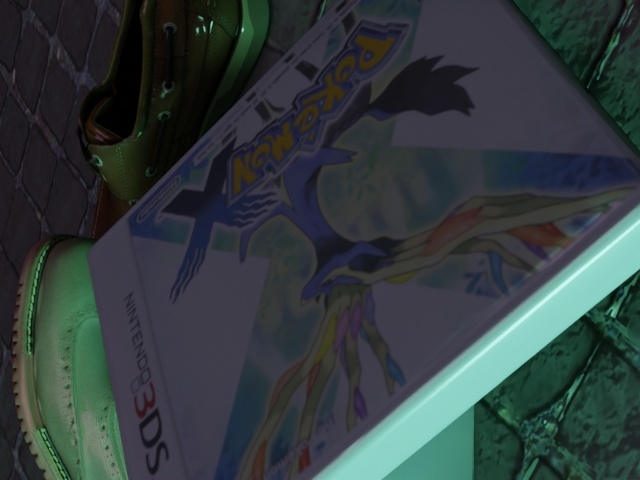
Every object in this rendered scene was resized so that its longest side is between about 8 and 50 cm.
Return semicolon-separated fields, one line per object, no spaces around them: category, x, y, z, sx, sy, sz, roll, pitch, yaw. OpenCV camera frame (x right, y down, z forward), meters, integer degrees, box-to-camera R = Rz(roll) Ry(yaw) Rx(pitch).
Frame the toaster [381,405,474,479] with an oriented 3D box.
toaster;0.001;0.106;0.728;0.168;0.110;0.185;-1;88;52

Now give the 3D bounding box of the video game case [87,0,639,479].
video game case;0.000;0.000;0.648;0.329;0.036;0.300;-42;39;16

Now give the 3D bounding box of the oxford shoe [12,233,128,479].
oxford shoe;-0.126;0.169;0.895;0.146;0.140;0.397;-23;79;26

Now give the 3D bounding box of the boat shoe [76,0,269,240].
boat shoe;-0.150;-0.090;0.941;0.110;0.104;0.307;49;127;40
